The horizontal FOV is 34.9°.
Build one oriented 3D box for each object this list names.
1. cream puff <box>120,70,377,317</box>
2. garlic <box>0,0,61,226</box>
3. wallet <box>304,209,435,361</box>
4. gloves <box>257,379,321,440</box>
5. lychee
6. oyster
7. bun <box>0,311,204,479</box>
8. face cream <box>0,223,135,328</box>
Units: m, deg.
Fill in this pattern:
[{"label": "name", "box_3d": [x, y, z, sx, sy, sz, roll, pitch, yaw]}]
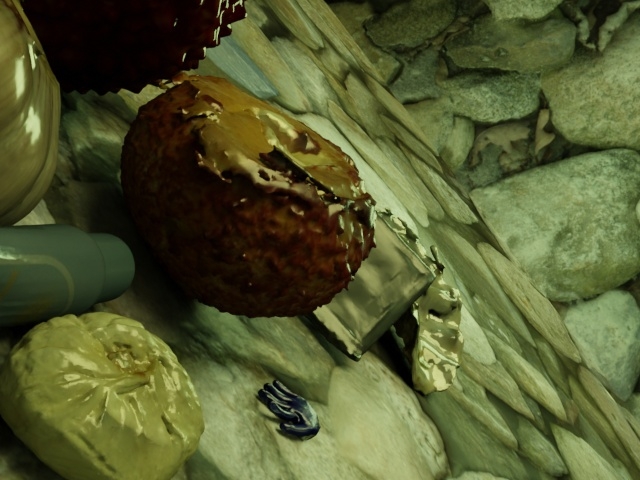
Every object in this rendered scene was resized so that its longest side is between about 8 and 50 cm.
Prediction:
[{"label": "cream puff", "box_3d": [-0.090, -0.038, 1.181, 0.350, 0.229, 0.350, 31, 17, -10]}, {"label": "garlic", "box_3d": [-0.330, -0.142, 0.816, 0.322, 0.241, 0.322, 40, 4, -3]}, {"label": "wallet", "box_3d": [0.000, 0.000, 1.481, 0.323, 0.041, 0.247, 44, 45, 6]}, {"label": "gloves", "box_3d": [-0.035, 0.195, 1.161, 0.086, 0.026, 0.064, 45, 21, -14]}, {"label": "lychee", "box_3d": [-0.272, -0.406, 1.170, 0.425, 0.424, 0.500, -104, 179, -54]}, {"label": "oyster", "box_3d": [0.111, 0.071, 1.630, 0.351, 0.115, 0.238, 44, 27, 1]}, {"label": "bun", "box_3d": [-0.173, 0.131, 0.838, 0.188, 0.111, 0.164, 42, 22, -30]}, {"label": "face cream", "box_3d": [-0.257, 0.031, 0.830, 0.086, 0.135, 0.385, 54, 11, 6]}]
